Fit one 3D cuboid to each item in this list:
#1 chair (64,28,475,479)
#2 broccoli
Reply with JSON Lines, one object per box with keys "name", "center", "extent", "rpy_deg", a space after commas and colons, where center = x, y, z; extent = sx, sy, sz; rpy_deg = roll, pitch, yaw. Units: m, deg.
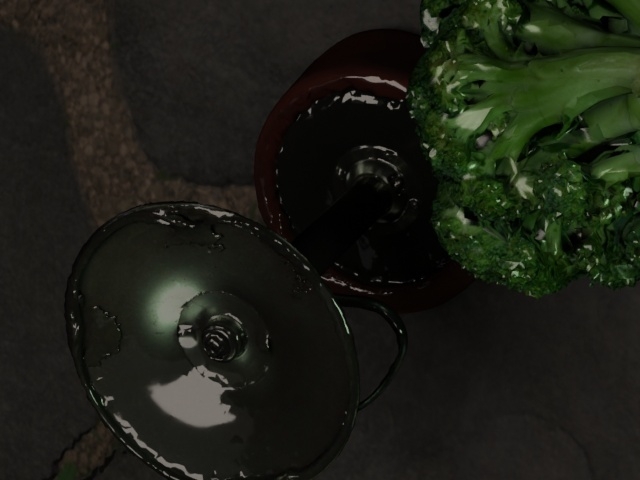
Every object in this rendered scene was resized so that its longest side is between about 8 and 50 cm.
{"name": "chair", "center": [0.000, 0.000, 1.480], "extent": [0.226, 0.401, 0.226], "rpy_deg": [10, 118, 20]}
{"name": "broccoli", "center": [0.207, -0.095, 1.377], "extent": [0.275, 0.308, 0.308], "rpy_deg": [-175, 80, -66]}
